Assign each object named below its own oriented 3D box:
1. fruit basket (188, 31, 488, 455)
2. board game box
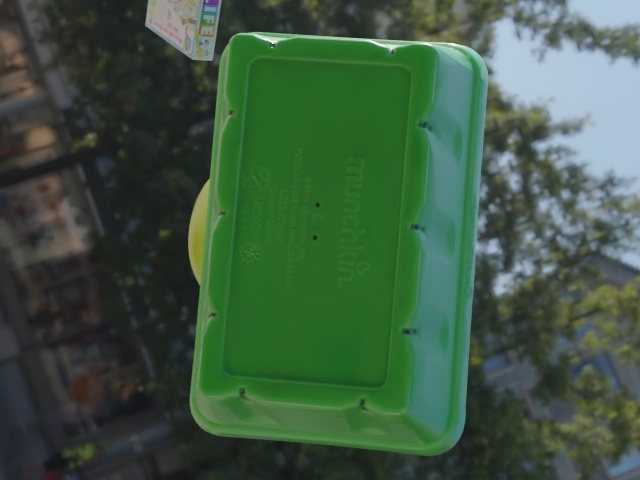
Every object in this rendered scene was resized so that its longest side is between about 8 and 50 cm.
[{"bbox_3d":[0.000,0.000,1.155,0.392,0.283,0.392,4,90,-83],"label":"fruit basket"},{"bbox_3d":[-0.159,-0.279,1.480,0.154,0.026,0.103,40,-55,53],"label":"board game box"}]
